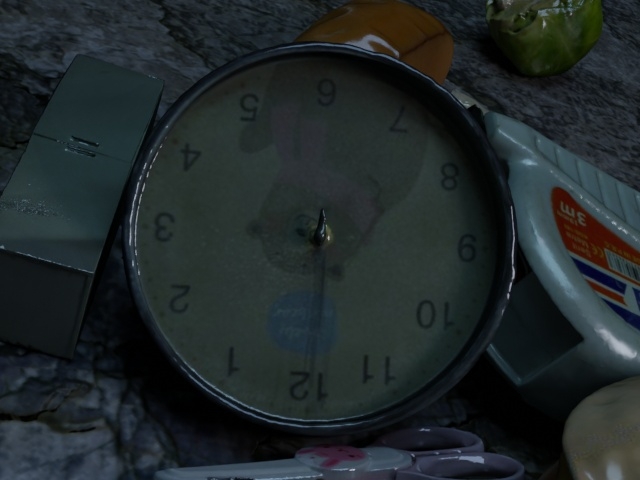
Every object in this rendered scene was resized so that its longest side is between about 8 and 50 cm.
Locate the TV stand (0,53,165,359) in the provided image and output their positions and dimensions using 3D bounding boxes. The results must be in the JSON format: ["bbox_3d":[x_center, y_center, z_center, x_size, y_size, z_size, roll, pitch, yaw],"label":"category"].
[{"bbox_3d":[-0.188,-0.037,0.802,0.083,0.088,0.269,17,34,-10],"label":"TV stand"}]

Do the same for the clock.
[{"bbox_3d":[0.000,0.000,0.727,0.280,0.280,0.055,21,-6,-3],"label":"clock"}]

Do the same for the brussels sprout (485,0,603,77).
[{"bbox_3d":[0.297,-0.282,1.388,0.151,0.122,0.149,-15,30,6],"label":"brussels sprout"}]

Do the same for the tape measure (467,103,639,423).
[{"bbox_3d":[0.206,0.037,0.864,0.243,0.125,0.246,23,45,-25],"label":"tape measure"}]

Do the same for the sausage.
[{"bbox_3d":[0.050,-0.186,1.110,0.136,0.120,0.241,18,33,17],"label":"sausage"}]

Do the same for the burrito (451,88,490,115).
[{"bbox_3d":[0.205,-0.080,1.105,0.060,0.087,0.226,-44,61,-7],"label":"burrito"}]

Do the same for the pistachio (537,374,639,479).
[{"bbox_3d":[0.259,0.169,0.695,0.299,0.187,0.187,-3,43,-32],"label":"pistachio"}]

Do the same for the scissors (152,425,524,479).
[{"bbox_3d":[0.010,0.153,0.690,0.242,0.030,0.118,-2,8,-20],"label":"scissors"}]
